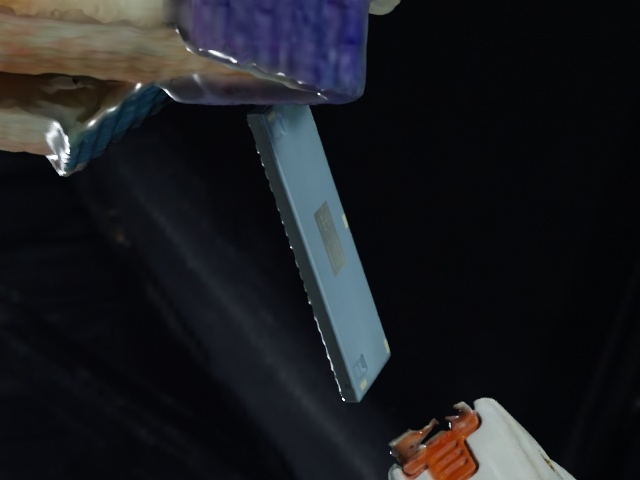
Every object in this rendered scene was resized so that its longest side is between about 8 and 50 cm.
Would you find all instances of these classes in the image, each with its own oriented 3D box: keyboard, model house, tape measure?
[{"bbox_3d":[0.001,0.000,1.073,0.014,0.055,0.176,-6,-66,30],"label":"keyboard"},{"bbox_3d":[-0.102,-0.168,1.025,0.312,0.280,0.245,137,-43,-79],"label":"model house"},{"bbox_3d":[0.187,0.270,1.469,0.130,0.265,0.258,-41,-137,9],"label":"tape measure"}]
